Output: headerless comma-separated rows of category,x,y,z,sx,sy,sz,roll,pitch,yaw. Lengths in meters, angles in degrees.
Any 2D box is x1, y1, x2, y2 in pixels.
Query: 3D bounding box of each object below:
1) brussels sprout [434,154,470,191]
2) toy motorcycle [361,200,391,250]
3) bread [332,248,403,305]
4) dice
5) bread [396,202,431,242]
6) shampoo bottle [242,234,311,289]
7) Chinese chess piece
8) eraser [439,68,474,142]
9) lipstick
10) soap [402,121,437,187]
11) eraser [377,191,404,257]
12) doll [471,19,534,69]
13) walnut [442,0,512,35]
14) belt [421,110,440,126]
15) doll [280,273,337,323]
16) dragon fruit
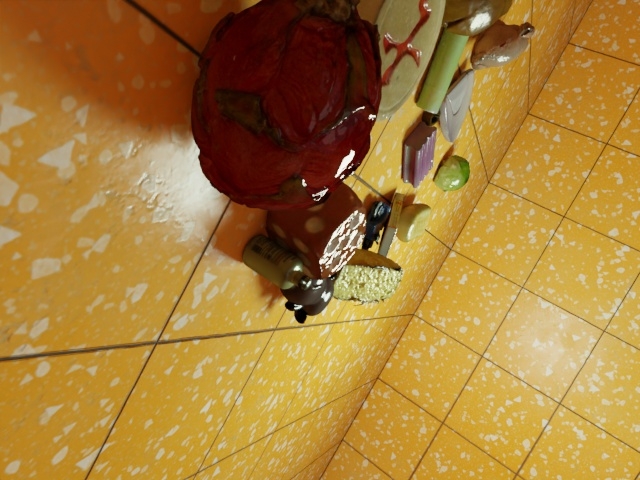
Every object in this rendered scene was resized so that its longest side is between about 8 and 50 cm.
brussels sprout,0.557,-0.272,2.018,0.149,0.122,0.152,-56,158,-15
toy motorcycle,0.179,-0.055,1.581,0.114,0.076,0.205,-45,155,-46
bread,0.122,0.105,1.536,0.260,0.147,0.160,3,124,-27
dice,-0.011,-0.034,1.089,0.179,0.174,0.175,-46,155,-19
bread,0.346,-0.076,1.854,0.217,0.098,0.147,-15,130,-62
shampoo bottle,-0.088,0.056,1.042,0.079,0.162,0.079,-46,154,-30
Chinese chess piece,0.110,-0.400,0.927,0.338,0.140,0.338,-46,154,-30
eraser,0.459,-0.446,1.687,0.204,0.059,0.243,-48,151,-26
lipstick,0.360,-0.522,1.379,0.076,0.076,0.304,-25,141,-53
soap,0.328,-0.281,1.609,0.122,0.065,0.203,-51,156,-21
eraser,0.238,-0.045,1.642,0.230,0.038,0.157,-67,173,-53
doll,0.591,-0.663,1.632,0.201,0.156,0.303,-25,-172,16
walnut,0.290,-0.593,1.002,0.209,0.209,0.336,-51,135,-18
belt,0.362,-0.402,1.574,0.083,0.036,0.059,-20,137,-54
doll,-0.038,0.119,1.279,0.182,0.117,0.257,-54,156,-9
dragon fruit,-0.048,-0.188,0.691,0.277,0.277,0.343,-40,167,-39
